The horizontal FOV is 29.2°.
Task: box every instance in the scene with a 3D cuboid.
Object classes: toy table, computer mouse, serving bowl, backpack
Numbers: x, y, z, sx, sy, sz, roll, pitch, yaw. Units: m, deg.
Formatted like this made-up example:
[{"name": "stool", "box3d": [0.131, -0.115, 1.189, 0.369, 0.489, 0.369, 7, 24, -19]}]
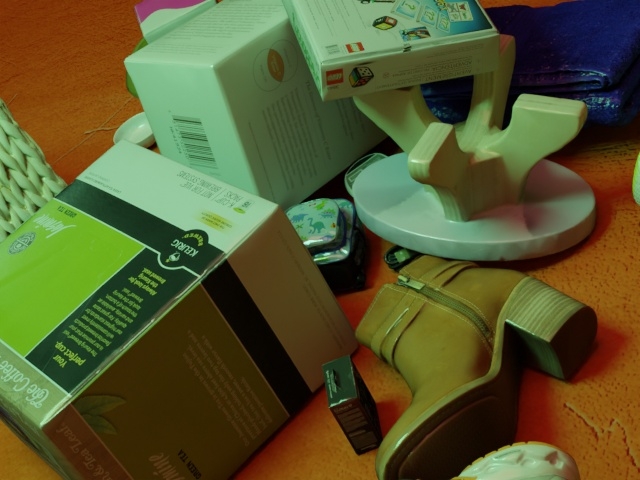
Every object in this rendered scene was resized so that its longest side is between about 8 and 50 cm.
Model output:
[{"name": "toy table", "box3d": [0.156, -0.093, 1.321, 0.274, 0.160, 0.252, 2, 39, 17]}, {"name": "computer mouse", "box3d": [0.093, -0.039, 1.451, 0.106, 0.042, 0.193, -35, 41, 0]}, {"name": "serving bowl", "box3d": [-0.270, -0.160, 1.860, 0.083, 0.027, 0.083, -19, 37, 15]}, {"name": "backpack", "box3d": [0.000, 0.000, 1.429, 0.105, 0.084, 0.114, -12, 36, 19]}]

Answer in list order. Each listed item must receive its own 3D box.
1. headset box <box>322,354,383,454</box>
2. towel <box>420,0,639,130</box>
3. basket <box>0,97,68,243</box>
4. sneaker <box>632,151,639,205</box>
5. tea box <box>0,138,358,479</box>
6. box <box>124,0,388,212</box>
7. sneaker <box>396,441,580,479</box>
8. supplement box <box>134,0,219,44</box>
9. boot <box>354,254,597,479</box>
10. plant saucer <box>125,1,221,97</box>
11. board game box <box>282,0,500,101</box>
[{"name": "headset box", "box3d": [0.030, 0.159, 1.212, 0.032, 0.083, 0.062, -23, 37, 9]}, {"name": "towel", "box3d": [0.253, -0.220, 1.470, 0.308, 0.076, 0.227, 3, 47, 37]}, {"name": "basket", "box3d": [-0.517, -0.045, 1.588, 0.266, 0.331, 0.328, -43, 18, -25]}, {"name": "sneaker", "box3d": [0.411, -0.108, 1.293, 0.126, 0.091, 0.240, 12, 50, 20]}, {"name": "tea box", "box3d": [-0.202, 0.098, 1.333, 0.323, 0.220, 0.329, -42, 37, -19]}, {"name": "box", "box3d": [-0.037, -0.202, 1.532, 0.168, 0.215, 0.345, 12, 39, 44]}, {"name": "sneaker", "box3d": [0.101, 0.264, 1.031, 0.263, 0.099, 0.121, -23, 40, 11]}, {"name": "supplement box", "box3d": [-0.157, -0.244, 1.717, 0.114, 0.220, 0.111, -28, 36, 2]}, {"name": "boot", "box3d": [0.101, 0.117, 1.190, 0.283, 0.109, 0.220, -44, 39, -23]}, {"name": "plant saucer", "box3d": [-0.221, -0.322, 2.016, 0.241, 0.037, 0.241, -19, 36, 14]}, {"name": "board game box", "box3d": [0.061, -0.273, 1.374, 0.193, 0.053, 0.305, -10, 41, -7]}]
